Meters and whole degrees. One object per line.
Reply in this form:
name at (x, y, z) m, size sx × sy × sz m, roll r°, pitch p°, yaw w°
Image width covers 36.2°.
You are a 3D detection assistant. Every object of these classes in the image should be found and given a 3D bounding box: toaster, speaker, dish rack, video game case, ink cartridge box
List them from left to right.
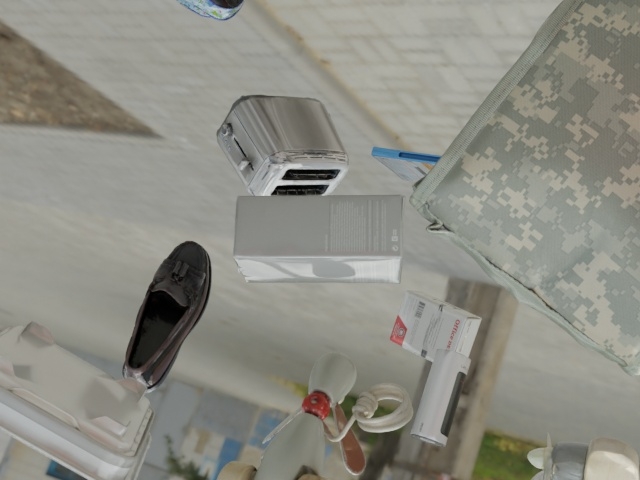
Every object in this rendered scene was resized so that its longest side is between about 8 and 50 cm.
dish rack at (-0.345, 0.203, 1.316) m, size 0.285 × 0.072 × 0.333 m, roll 32°, pitch -179°, yaw -5°
toaster at (-0.051, -0.151, 1.630) m, size 0.227 × 0.146 × 0.129 m, roll -2°, pitch 145°, yaw -39°
ink cartridge box at (0.201, 0.156, 1.717) m, size 0.135 × 0.099 × 0.056 m, roll 24°, pitch -170°, yaw 37°
video game case at (0.169, -0.098, 1.381) m, size 0.166 × 0.015 × 0.119 m, roll 11°, pitch 171°, yaw 31°
speaker at (0.177, 0.230, 1.443) m, size 0.055 × 0.136 × 0.055 m, roll 18°, pitch 164°, yaw 6°

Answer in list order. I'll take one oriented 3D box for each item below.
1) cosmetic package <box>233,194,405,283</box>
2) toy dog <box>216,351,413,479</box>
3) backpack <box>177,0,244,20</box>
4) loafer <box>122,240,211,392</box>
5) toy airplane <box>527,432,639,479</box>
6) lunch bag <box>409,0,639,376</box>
cosmetic package at (0.000, 0.000, 1.402) m, size 0.238 × 0.107 × 0.127 m, roll 3°, pitch 161°, yaw 3°
toy dog at (-0.018, 0.339, 1.509) m, size 0.220 × 0.334 × 0.161 m, roll 26°, pitch 139°, yaw 36°
backpack at (-0.177, -0.419, 1.615) m, size 0.114 × 0.105 × 0.084 m, roll 32°, pitch 156°, yaw -7°
loafer at (-0.277, 0.128, 1.786) m, size 0.109 × 0.302 × 0.095 m, roll 17°, pitch 157°, yaw 7°
toy airplane at (0.384, 0.435, 1.388) m, size 0.384 × 0.272 × 0.386 m, roll 27°, pitch 121°, yaw -27°
lunch bag at (0.241, -0.063, 0.808) m, size 0.235 × 0.287 × 0.169 m, roll 39°, pitch 176°, yaw 6°
